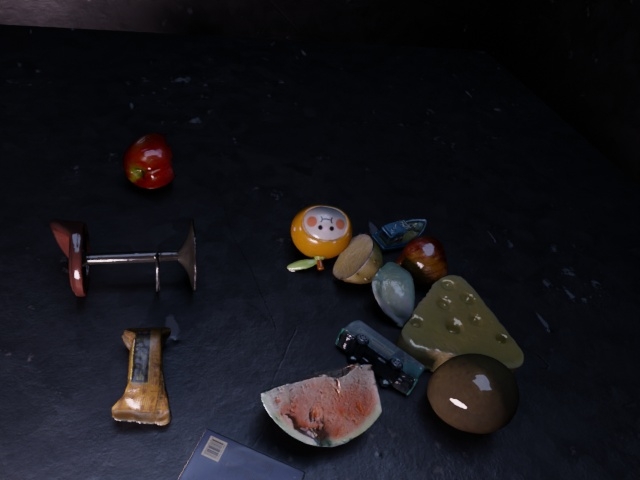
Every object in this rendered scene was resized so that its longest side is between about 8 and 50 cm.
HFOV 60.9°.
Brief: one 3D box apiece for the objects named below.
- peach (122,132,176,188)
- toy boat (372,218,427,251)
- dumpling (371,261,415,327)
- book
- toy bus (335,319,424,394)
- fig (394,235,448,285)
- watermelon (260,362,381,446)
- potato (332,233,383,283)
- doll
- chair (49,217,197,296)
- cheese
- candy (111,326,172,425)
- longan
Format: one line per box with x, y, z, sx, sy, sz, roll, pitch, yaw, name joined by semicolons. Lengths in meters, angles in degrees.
-0.597;-0.292;1.965;0.190;0.196;0.226;50;38;-16;peach
0.306;-0.036;2.034;0.238;0.098;0.109;-18;55;-33;toy boat
0.231;0.173;1.768;0.149;0.105;0.216;3;66;-6;dumpling
-0.191;0.576;1.274;0.270;0.025;0.190;22;43;6;book
0.173;0.340;1.599;0.262;0.091;0.109;35;35;18;toy bus
0.331;0.072;1.893;0.207;0.175;0.175;-6;43;5;fig
-0.010;0.407;1.397;0.305;0.180;0.224;-9;33;-23;watermelon
0.143;0.081;1.839;0.117;0.182;0.202;37;-4;-22;potato
0.000;0.000;1.852;0.214;0.213;0.235;8;78;-9;doll
-0.569;0.047;1.581;0.401;0.226;0.226;0;44;-16;chair
0.426;0.264;1.742;0.384;0.104;0.383;8;43;-8;cheese
-0.453;0.342;1.393;0.143;0.101;0.271;5;49;-21;candy
0.428;0.420;1.505;0.246;0.215;0.246;24;7;-3;longan
